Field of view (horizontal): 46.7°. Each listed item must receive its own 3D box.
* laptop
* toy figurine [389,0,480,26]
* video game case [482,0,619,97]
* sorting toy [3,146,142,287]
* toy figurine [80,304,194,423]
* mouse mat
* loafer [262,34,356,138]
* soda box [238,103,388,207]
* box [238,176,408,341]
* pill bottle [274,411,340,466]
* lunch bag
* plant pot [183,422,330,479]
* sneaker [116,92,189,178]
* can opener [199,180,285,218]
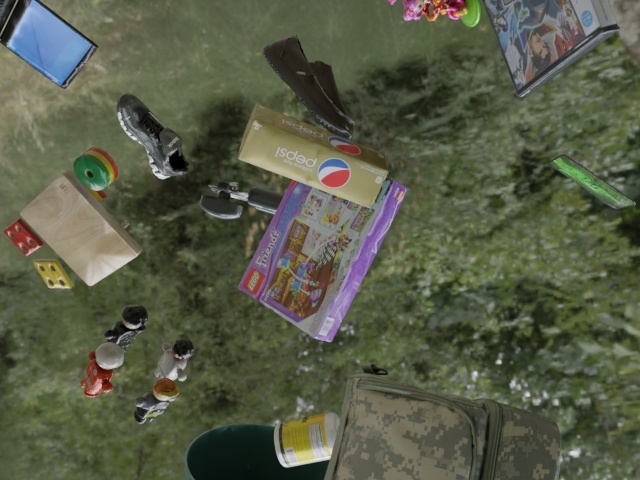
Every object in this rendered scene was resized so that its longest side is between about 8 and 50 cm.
[{"bbox_3d":[-0.591,-0.353,1.370,0.264,0.136,0.234,-23,-177,-35],"label":"laptop"},{"bbox_3d":[0.185,-0.439,1.293,0.159,0.173,0.130,-21,-157,-14],"label":"toy figurine"},{"bbox_3d":[0.373,-0.410,1.267,0.035,0.248,0.275,-17,174,-16],"label":"video game case"},{"bbox_3d":[-0.304,-0.018,0.952,0.275,0.132,0.046,-27,-161,42],"label":"sorting toy"},{"bbox_3d":[-0.391,0.267,1.617,0.148,0.210,0.213,-53,-171,31],"label":"toy figurine"},{"bbox_3d":[0.602,-0.129,1.652,0.007,0.190,0.152,-53,175,1],"label":"mouse mat"},{"bbox_3d":[-0.007,-0.266,1.249,0.078,0.220,0.080,-41,172,4],"label":"loafer"},{"bbox_3d":[-0.009,-0.107,0.936,0.181,0.058,0.061,19,-153,-10],"label":"soda box"},{"bbox_3d":[0.000,0.000,1.283,0.201,0.293,0.057,29,-177,37],"label":"box"},{"bbox_3d":[-0.002,0.282,1.056,0.116,0.065,0.065,-14,180,12],"label":"pill bottle"},{"bbox_3d":[0.118,0.325,0.890,0.256,0.305,0.212,18,164,-9],"label":"lunch bag"},{"bbox_3d":[-0.119,0.514,1.359,0.293,0.235,0.293,11,-166,-3],"label":"plant pot"},{"bbox_3d":[-0.363,-0.232,1.653,0.106,0.234,0.078,8,-130,35],"label":"sneaker"},{"bbox_3d":[-0.135,-0.077,1.673,0.281,0.093,0.074,12,174,22],"label":"can opener"}]
